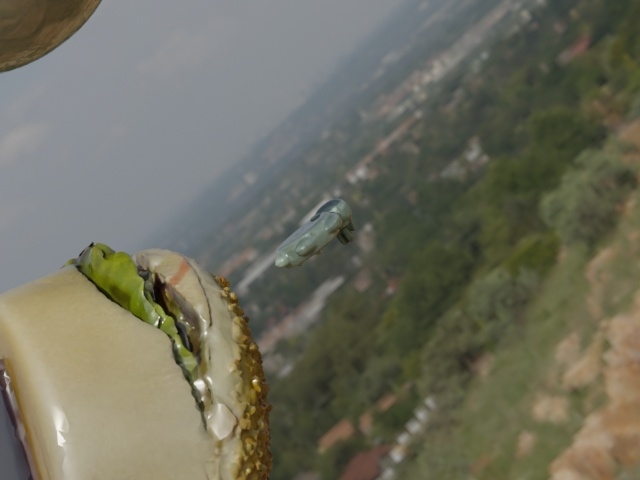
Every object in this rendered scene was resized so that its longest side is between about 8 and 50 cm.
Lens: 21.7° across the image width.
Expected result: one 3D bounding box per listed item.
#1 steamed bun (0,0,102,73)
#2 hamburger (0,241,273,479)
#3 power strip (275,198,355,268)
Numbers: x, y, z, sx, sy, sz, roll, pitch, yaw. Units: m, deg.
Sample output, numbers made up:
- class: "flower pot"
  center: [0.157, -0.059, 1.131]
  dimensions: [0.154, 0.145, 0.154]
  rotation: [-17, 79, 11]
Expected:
- class: "steamed bun"
  center: [-0.308, -0.321, 1.351]
  dimensions: [0.241, 0.374, 0.374]
  rotation: [-34, 7, 29]
- class: "hamburger"
  center: [-0.132, 0.149, 1.119]
  dimensions: [0.170, 0.302, 0.302]
  rotation: [-8, -12, -25]
- class: "power strip"
  center: [0.000, 0.000, 1.199]
  dimensions: [0.055, 0.035, 0.083]
  rotation: [-32, 8, 36]
